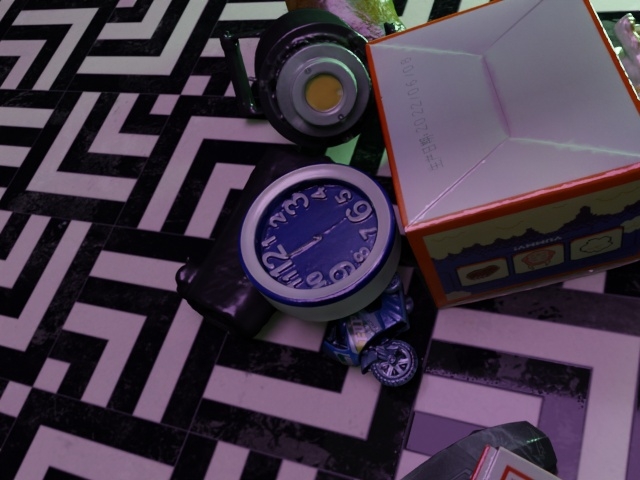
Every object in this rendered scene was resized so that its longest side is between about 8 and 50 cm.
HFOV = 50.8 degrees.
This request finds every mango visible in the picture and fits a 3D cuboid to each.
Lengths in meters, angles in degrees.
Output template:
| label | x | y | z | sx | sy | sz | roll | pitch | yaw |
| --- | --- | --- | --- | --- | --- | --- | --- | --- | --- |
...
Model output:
| label | x | y | z | sx | sy | sz | roll | pitch | yaw |
| --- | --- | --- | --- | --- | --- | --- | --- | --- | --- |
| mango | 0.051 | -0.453 | 1.328 | 0.193 | 0.146 | 0.316 | -38 | 68 | -3 |

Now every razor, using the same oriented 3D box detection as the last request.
| label | x | y | z | sx | sy | sz | roll | pitch | yaw |
| --- | --- | --- | --- | --- | --- | --- | --- | --- | --- |
| razor | -0.089 | -0.003 | 1.117 | 0.189 | 0.107 | 0.326 | 22 | 70 | 29 |

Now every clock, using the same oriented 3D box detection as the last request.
| label | x | y | z | sx | sy | sz | roll | pitch | yaw |
| --- | --- | --- | --- | --- | --- | --- | --- | --- | --- |
| clock | 0.000 | 0.000 | 0.979 | 0.231 | 0.083 | 0.230 | -7 | 62 | 14 |

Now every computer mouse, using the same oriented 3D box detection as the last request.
| label | x | y | z | sx | sy | sz | roll | pitch | yaw |
| --- | --- | --- | --- | --- | --- | --- | --- | --- | --- |
| computer mouse | 0.186 | 0.305 | 0.844 | 0.231 | 0.071 | 0.126 | -31 | 54 | 1 |

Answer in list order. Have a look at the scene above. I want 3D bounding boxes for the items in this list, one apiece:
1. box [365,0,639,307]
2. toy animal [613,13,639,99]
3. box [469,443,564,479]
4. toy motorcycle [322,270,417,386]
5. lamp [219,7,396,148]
| label | x | y | z | sx | sy | sz | roll | pitch | yaw |
| --- | --- | --- | --- | --- | --- | --- | --- | --- | --- |
| box | 0.266 | -0.131 | 0.971 | 0.319 | 0.257 | 0.348 | -17 | 56 | 13 |
| toy animal | 0.512 | -0.237 | 1.044 | 0.104 | 0.184 | 0.185 | -40 | 64 | 45 |
| box | 0.264 | 0.337 | 0.759 | 0.230 | 0.050 | 0.122 | 28 | 70 | 8 |
| toy motorcycle | 0.065 | 0.100 | 1.006 | 0.136 | 0.092 | 0.254 | -13 | 58 | 14 |
| lamp | -0.020 | -0.278 | 1.150 | 0.375 | 0.204 | 0.272 | -5 | 26 | 16 |
